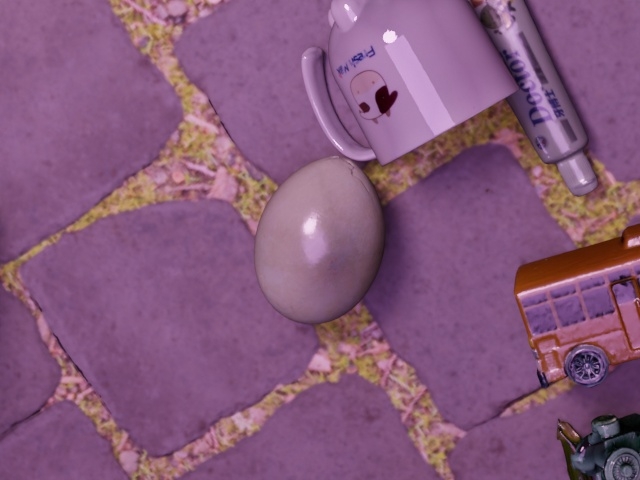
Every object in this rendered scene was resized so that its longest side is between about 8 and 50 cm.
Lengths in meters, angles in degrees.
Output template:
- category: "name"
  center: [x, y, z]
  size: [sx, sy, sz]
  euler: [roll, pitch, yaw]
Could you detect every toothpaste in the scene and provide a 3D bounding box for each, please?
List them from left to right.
- category: "toothpaste"
  center: [0.172, -0.153, 1.377]
  size: [0.067, 0.037, 0.255]
  euler: [-26, 95, 22]

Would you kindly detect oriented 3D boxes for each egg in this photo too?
- category: "egg"
  center: [0.000, 0.000, 1.397]
  size: [0.114, 0.114, 0.152]
  euler: [17, 101, 5]

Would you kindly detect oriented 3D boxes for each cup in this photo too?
- category: "cup"
  center: [0.070, -0.153, 1.358]
  size: [0.134, 0.173, 0.142]
  euler: [-31, 91, -17]

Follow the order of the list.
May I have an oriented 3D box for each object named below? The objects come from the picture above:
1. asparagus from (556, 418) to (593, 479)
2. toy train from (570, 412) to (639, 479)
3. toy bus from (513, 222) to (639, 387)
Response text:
- category: "asparagus"
  center: [0.236, 0.213, 1.457]
  size: [0.021, 0.025, 0.108]
  euler: [-11, 101, 22]
- category: "toy train"
  center: [0.287, 0.233, 1.426]
  size: [0.099, 0.070, 0.172]
  euler: [-16, 102, -18]
- category: "toy bus"
  center: [0.275, 0.046, 1.375]
  size: [0.201, 0.098, 0.114]
  euler: [-17, 100, 14]
